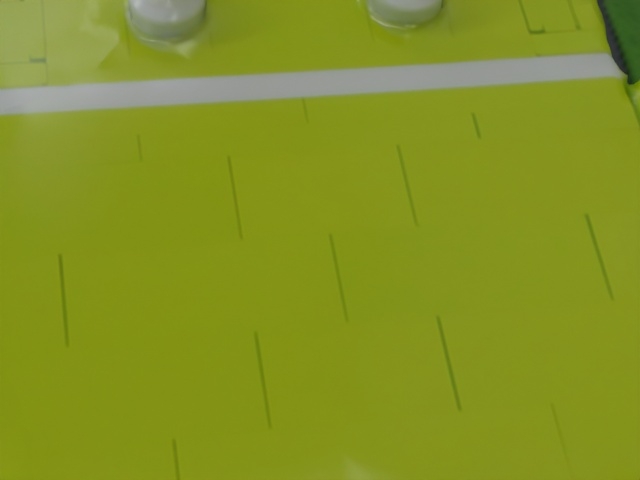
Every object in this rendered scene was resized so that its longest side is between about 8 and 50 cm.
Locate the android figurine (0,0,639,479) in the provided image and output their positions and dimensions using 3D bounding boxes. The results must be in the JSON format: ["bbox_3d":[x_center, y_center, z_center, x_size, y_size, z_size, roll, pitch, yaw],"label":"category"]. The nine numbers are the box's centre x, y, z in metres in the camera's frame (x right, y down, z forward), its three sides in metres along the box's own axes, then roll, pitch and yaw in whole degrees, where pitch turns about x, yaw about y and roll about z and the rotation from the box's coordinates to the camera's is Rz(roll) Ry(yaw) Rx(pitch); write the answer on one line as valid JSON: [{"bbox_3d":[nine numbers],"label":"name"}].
[{"bbox_3d":[0.000,0.000,0.385,0.056,0.248,0.272,99,166,-56],"label":"android figurine"}]
